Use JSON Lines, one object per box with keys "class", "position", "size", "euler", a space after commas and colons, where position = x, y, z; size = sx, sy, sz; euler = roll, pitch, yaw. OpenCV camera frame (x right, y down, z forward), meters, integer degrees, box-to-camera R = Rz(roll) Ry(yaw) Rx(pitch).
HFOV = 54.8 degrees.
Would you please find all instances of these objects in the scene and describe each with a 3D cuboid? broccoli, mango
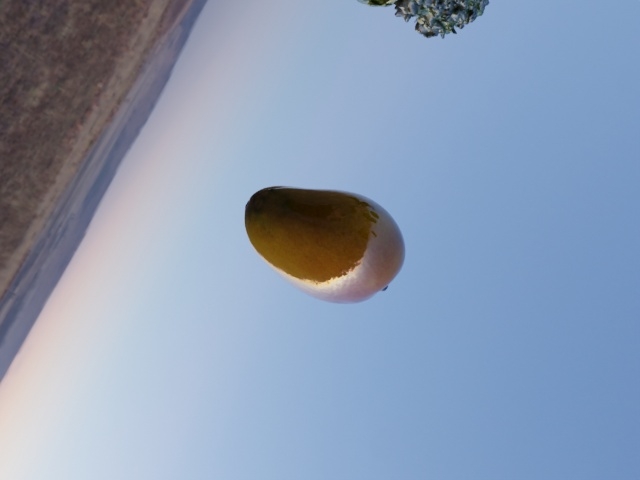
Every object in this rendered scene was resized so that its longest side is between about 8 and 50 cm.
{"class": "broccoli", "position": [0.143, -0.447, 0.985], "size": [0.177, 0.199, 0.274], "euler": [-33, -132, -24]}
{"class": "mango", "position": [0.003, 0.007, 0.905], "size": [0.254, 0.176, 0.139], "euler": [12, -147, 35]}
